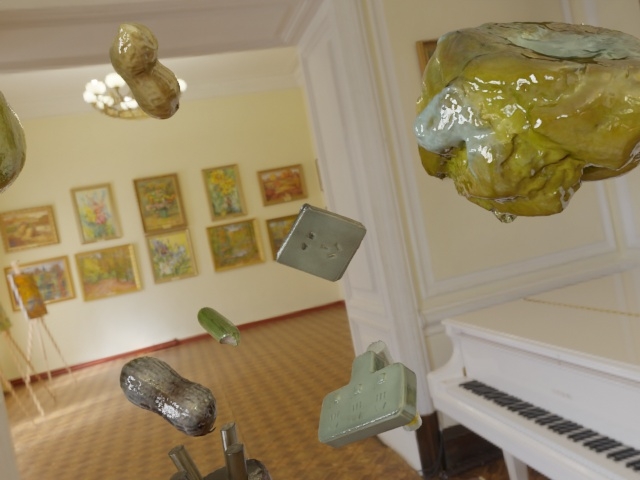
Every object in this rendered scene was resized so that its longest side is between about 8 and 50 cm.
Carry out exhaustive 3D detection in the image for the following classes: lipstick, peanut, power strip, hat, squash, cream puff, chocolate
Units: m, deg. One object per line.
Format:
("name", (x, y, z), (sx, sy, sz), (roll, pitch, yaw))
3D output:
("lipstick", (0.197, 0.391, 1.398), (0.059, 0.263, 0.059), (-24, 16, 7))
("peanut", (-0.340, -0.327, 1.021), (0.103, 0.098, 0.229), (-15, -30, 2))
("power strip", (0.103, 0.345, 1.181), (0.265, 0.059, 0.193), (-36, 29, 36))
("hat", (0.523, -0.091, 1.465), (0.059, 0.077, 0.076), (-36, -5, -7))
("squash", (-0.306, 0.258, 1.567), (0.069, 0.069, 0.239), (-12, 20, -34))
("power strip", (0.000, 0.000, 1.467), (0.213, 0.198, 0.064), (21, 21, -25))
("cream puff", (0.319, -0.173, 0.801), (0.379, 0.275, 0.378), (1, 33, 0))
("chocolate", (-0.327, 0.330, 1.121), (0.248, 0.110, 0.110), (23, 11, 13))

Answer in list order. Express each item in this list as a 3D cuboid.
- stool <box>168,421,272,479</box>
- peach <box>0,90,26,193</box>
("stool", (-0.275, 0.624, 1.365), (0.272, 0.178, 0.272), (-19, 8, 3))
("peach", (-0.772, -0.203, 1.083), (0.282, 0.314, 0.316), (32, -34, -22))
